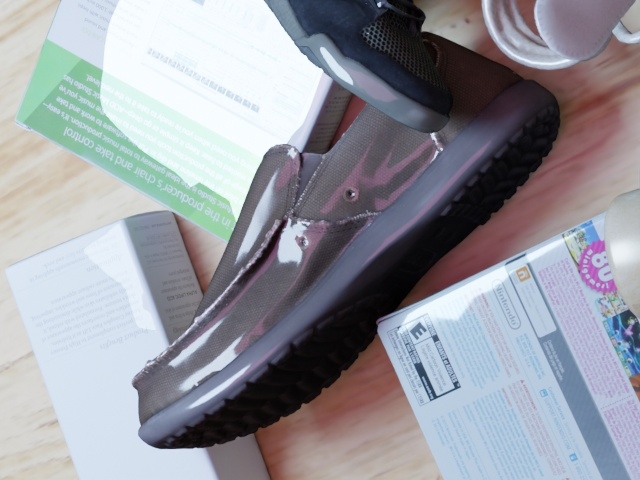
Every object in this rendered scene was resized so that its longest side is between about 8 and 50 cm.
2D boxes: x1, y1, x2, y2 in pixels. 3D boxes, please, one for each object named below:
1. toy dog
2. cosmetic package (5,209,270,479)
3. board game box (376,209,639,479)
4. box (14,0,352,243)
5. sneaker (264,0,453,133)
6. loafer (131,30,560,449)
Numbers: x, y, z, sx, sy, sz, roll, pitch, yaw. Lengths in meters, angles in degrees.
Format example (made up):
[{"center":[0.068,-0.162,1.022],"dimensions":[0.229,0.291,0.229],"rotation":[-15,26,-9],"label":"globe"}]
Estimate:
[{"center":[0.213,-0.103,1.058],"dimensions":[0.220,0.161,0.333],"rotation":[-35,69,21],"label":"toy dog"},{"center":[-0.136,0.104,1.372],"dimensions":[0.117,0.085,0.231],"rotation":[-21,88,25],"label":"cosmetic package"},{"center":[0.220,0.087,1.200],"dimensions":[0.303,0.097,0.224],"rotation":[-27,83,25],"label":"board game box"},{"center":[-0.069,-0.179,1.331],"dimensions":[0.232,0.058,0.322],"rotation":[30,105,19],"label":"box"},{"center":[0.033,-0.175,1.186],"dimensions":[0.130,0.087,0.227],"rotation":[-47,53,19],"label":"sneaker"},{"center":[0.000,0.000,1.268],"dimensions":[0.366,0.134,0.130],"rotation":[-43,70,4],"label":"loafer"}]
